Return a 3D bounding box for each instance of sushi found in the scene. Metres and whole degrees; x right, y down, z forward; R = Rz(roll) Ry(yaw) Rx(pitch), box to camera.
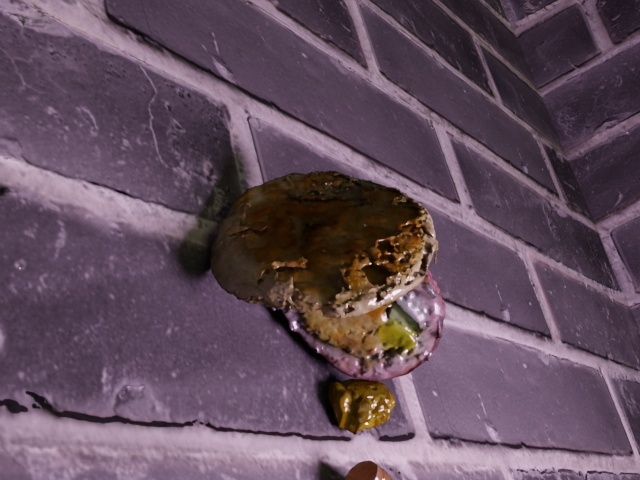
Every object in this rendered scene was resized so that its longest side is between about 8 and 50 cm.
[{"bbox_3d":[0.030,0.088,1.123,0.107,0.241,0.161,-87,179,-64],"label":"sushi"}]

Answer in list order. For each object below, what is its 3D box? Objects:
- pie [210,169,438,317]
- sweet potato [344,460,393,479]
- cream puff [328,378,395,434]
[{"bbox_3d":[0.000,0.000,1.058,0.274,0.274,0.055,-72,164,-55],"label":"pie"},{"bbox_3d":[0.119,0.358,1.091,0.281,0.059,0.067,50,-6,-27],"label":"sweet potato"},{"bbox_3d":[0.049,0.204,1.124,0.083,0.083,0.058,-58,161,-71],"label":"cream puff"}]
